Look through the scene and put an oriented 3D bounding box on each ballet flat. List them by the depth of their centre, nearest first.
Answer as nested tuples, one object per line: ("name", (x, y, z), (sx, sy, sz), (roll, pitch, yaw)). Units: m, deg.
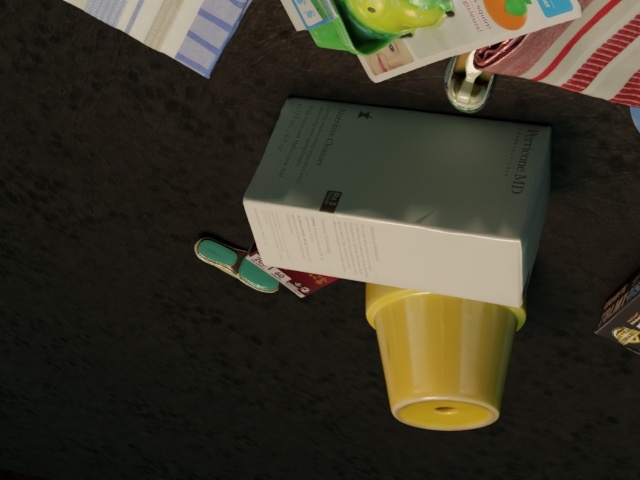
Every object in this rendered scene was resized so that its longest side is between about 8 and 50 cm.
("ballet flat", (0.191, -0.214, 1.353), (0.070, 0.070, 0.188), (16, 145, 8))
("ballet flat", (-0.147, 0.040, 1.900), (0.168, 0.057, 0.052), (30, 173, -6))

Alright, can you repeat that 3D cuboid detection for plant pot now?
("plant pot", (0.193, 0.158, 1.649), (0.254, 0.239, 0.254), (3, 154, 1))

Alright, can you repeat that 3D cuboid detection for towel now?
("towel", (0.348, -0.224, 1.105), (0.329, 0.037, 0.237), (5, 147, -37))
("towel", (-0.245, -0.342, 1.438), (0.285, 0.034, 0.209), (28, 146, -10))

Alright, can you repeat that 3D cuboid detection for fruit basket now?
("fruit basket", (0.064, -0.322, 1.045), (0.327, 0.165, 0.353), (62, 160, -14))

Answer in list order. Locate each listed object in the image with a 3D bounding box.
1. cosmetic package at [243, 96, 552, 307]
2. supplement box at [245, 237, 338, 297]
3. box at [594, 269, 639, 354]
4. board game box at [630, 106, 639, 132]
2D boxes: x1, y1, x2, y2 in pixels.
("cosmetic package", (0.114, -0.058, 1.476), (0.385, 0.217, 0.156), (6, 143, 18))
("supplement box", (0.000, 0.000, 1.736), (0.130, 0.073, 0.239), (36, 142, -20))
("box", (0.591, 0.123, 1.540), (0.293, 0.073, 0.295), (26, 153, 3))
("board game box", (0.464, -0.172, 1.295), (0.133, 0.033, 0.168), (30, 139, -4))
